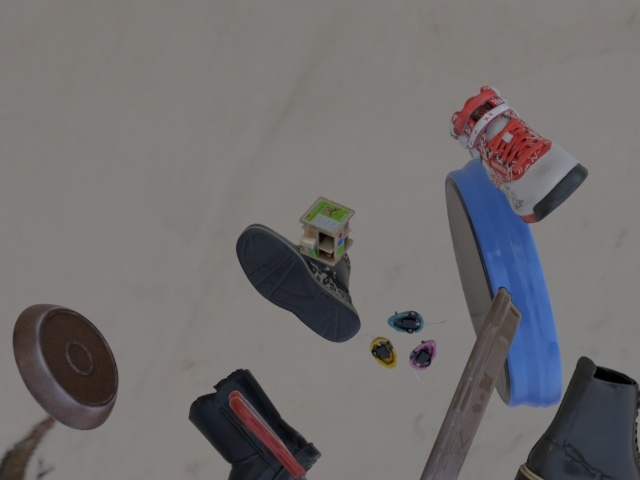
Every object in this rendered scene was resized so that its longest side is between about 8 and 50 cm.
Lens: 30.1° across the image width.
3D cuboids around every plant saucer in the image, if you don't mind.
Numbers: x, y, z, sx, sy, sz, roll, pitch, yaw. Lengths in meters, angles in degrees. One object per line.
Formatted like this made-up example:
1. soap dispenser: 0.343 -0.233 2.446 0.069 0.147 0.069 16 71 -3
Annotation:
1. plant saucer: -0.298 0.146 1.436 0.029 0.168 0.168 -29 144 23
2. plant saucer: 0.172 0.187 1.377 0.278 0.041 0.278 22 90 -80

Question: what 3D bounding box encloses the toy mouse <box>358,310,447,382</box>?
1. toy mouse: 0.159 0.170 2.073 0.143 0.031 0.161 -36 107 12

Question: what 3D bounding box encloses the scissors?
1. scissors: -0.020 0.305 1.536 0.021 0.297 0.109 -43 171 -6

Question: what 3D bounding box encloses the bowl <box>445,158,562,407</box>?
1. bowl: 0.268 0.066 1.794 0.077 0.391 0.391 -14 136 0

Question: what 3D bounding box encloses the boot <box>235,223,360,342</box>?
1. boot: -0.034 0.033 1.809 0.085 0.178 0.236 -40 113 20

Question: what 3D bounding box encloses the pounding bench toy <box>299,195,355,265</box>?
1. pounding bench toy: 0.000 0.000 1.505 0.083 0.052 0.065 -48 152 -39

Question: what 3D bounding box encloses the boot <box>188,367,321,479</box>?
1. boot: -0.146 0.356 1.946 0.246 0.207 0.094 -48 161 5

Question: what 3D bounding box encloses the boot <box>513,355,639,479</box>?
1. boot: 0.278 0.185 1.071 0.198 0.077 0.137 14 103 -38

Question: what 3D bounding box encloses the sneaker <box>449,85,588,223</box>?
1. sneaker: 0.222 -0.107 1.409 0.090 0.270 0.145 -43 95 6
